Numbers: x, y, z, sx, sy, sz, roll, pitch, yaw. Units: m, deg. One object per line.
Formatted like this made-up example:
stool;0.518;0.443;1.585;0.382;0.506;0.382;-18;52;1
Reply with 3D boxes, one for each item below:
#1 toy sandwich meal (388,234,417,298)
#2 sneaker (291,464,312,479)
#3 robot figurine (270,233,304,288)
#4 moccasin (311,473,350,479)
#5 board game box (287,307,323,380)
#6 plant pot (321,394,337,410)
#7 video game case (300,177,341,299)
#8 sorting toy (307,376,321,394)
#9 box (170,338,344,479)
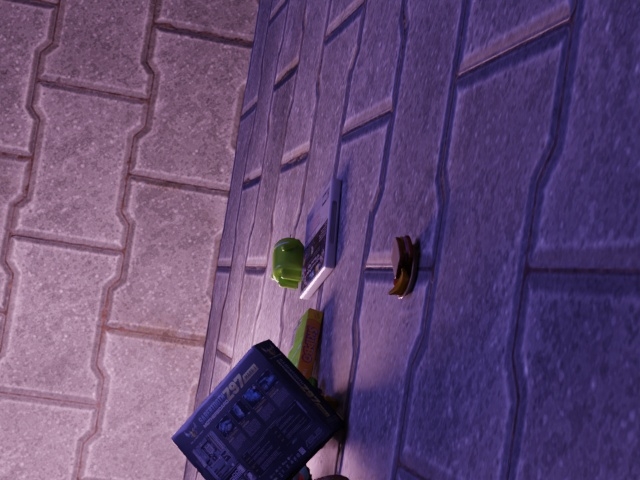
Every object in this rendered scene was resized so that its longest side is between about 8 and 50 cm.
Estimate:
toy sandwich meal;0.107;0.037;1.529;0.085;0.029;0.085;-170;90;-79
sneaker;-0.078;0.457;1.852;0.104;0.125;0.262;113;162;-47
robot figurine;-0.062;0.042;2.251;0.115;0.067;0.101;-92;14;-44
moccasin;-0.095;0.435;1.669;0.380;0.147;0.139;-29;51;39
board game box;-0.045;0.260;2.027;0.124;0.039;0.259;126;159;-66
plant pot;-0.022;0.293;1.838;0.081;0.081;0.083;170;103;-78
video game case;0.000;0.000;2.105;0.190;0.022;0.173;127;151;-65
sorting toy;-0.016;0.284;1.926;0.061;0.042;0.102;-42;25;48
box;-0.101;0.299;1.787;0.233;0.183;0.059;-49;-14;21
